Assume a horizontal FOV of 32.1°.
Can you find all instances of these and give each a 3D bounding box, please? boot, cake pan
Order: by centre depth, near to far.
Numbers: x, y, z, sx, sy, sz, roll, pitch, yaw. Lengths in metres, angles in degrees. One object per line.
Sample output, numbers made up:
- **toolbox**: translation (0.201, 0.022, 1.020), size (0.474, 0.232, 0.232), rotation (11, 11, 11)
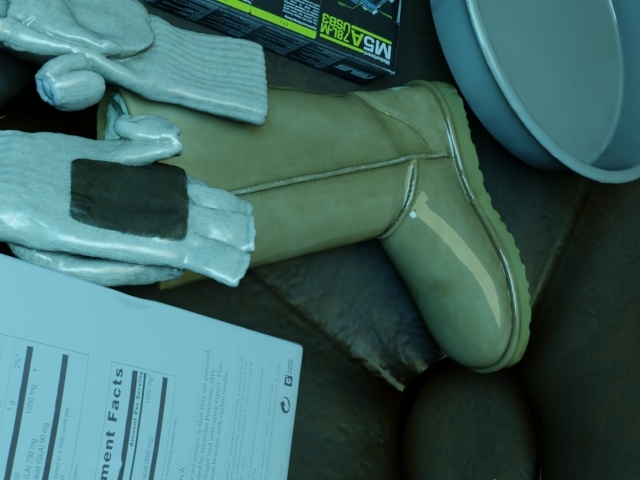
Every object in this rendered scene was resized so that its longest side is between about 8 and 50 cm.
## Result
- **boot**: translation (0.000, 0.000, 0.755), size (0.269, 0.089, 0.236), rotation (-10, 75, -37)
- **cake pan**: translation (0.187, -0.183, 0.883), size (0.293, 0.054, 0.293), rotation (13, 71, -41)

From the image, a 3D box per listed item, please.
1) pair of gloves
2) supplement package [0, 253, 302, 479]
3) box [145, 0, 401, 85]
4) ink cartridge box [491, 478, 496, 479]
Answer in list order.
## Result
- **pair of gloves**: translation (-0.126, -0.076, 0.619), size (0.204, 0.042, 0.240), rotation (17, 42, -13)
- **supplement package**: translation (-0.143, 0.094, 0.567), size (0.244, 0.139, 0.134), rotation (22, 69, -48)
- **box**: translation (-0.021, -0.227, 0.799), size (0.190, 0.045, 0.184), rotation (15, 77, -34)
- **ink cartridge box**: translation (0.070, 0.278, 0.749), size (0.255, 0.097, 0.189), rotation (-8, 87, -35)
